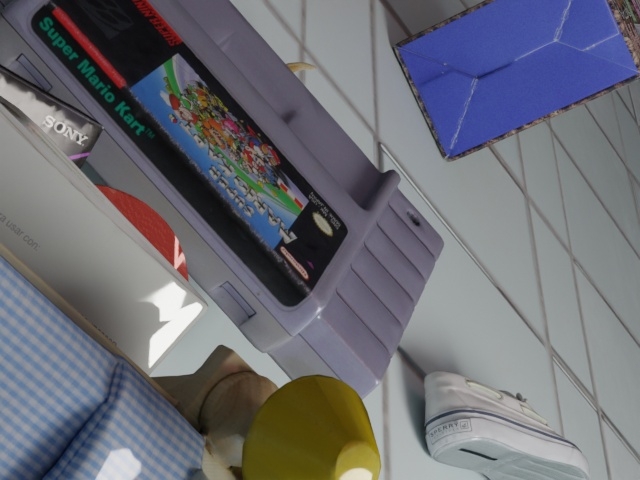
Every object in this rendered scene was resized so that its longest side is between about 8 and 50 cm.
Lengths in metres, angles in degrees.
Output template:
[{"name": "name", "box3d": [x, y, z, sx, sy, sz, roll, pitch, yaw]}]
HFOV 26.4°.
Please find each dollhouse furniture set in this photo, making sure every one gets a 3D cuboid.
[{"name": "dollhouse furniture set", "box3d": [-0.129, 0.090, 0.281, 0.303, 0.198, 0.286, -50, 124, -15]}]

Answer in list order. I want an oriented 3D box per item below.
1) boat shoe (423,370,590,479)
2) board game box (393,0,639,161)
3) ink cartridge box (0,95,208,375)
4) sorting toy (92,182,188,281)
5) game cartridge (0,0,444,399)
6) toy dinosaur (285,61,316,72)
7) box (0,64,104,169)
[{"name": "boat shoe", "box3d": [0.165, 0.164, 1.177, 0.226, 0.083, 0.076, 33, 40, -50]}, {"name": "board game box", "box3d": [0.248, -0.214, 1.536, 0.141, 0.232, 0.291, 66, 23, -2]}, {"name": "ink cartridge box", "box3d": [-0.155, 0.030, 0.458, 0.127, 0.176, 0.128, 46, -8, -36]}, {"name": "sorting toy", "box3d": [-0.210, -0.072, 0.625, 0.365, 0.127, 0.126, 48, -1, -30]}, {"name": "game cartridge", "box3d": [-0.066, -0.076, 0.857, 0.355, 0.068, 0.230, 48, 22, -7]}, {"name": "toy dinosaur", "box3d": [-0.055, -0.107, 1.034, 0.183, 0.053, 0.093, -73, 150, -47]}, {"name": "box", "box3d": [-0.170, -0.003, 0.550, 0.029, 0.162, 0.116, 29, -1, 38]}]
